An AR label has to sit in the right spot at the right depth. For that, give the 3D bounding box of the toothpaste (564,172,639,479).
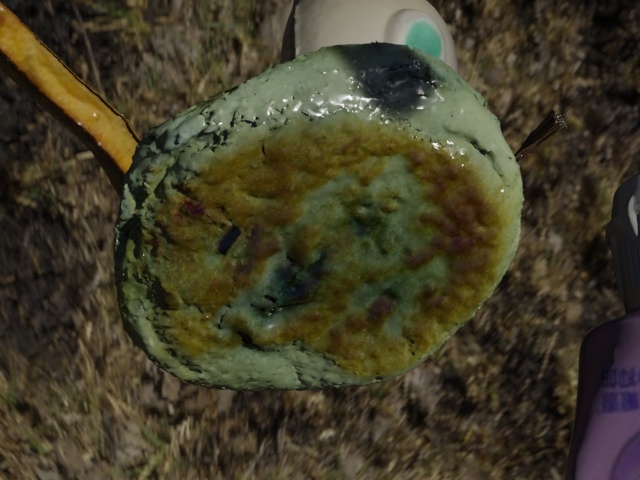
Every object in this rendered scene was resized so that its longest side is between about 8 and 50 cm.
[{"bbox_3d":[0.095,0.123,0.273,0.075,0.048,0.301,-22,61,34],"label":"toothpaste"}]

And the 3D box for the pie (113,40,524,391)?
[{"bbox_3d":[0.000,0.000,0.607,0.186,0.187,0.041,-12,40,-9],"label":"pie"}]

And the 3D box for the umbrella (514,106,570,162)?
[{"bbox_3d":[0.191,-0.088,1.236,0.083,0.031,0.020,-38,113,21],"label":"umbrella"}]

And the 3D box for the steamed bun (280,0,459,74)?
[{"bbox_3d":[0.045,-0.120,1.106,0.130,0.228,0.177,-8,117,9],"label":"steamed bun"}]

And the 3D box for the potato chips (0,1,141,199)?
[{"bbox_3d":[-0.124,-0.064,0.693,0.037,0.204,0.026,11,64,36],"label":"potato chips"}]
